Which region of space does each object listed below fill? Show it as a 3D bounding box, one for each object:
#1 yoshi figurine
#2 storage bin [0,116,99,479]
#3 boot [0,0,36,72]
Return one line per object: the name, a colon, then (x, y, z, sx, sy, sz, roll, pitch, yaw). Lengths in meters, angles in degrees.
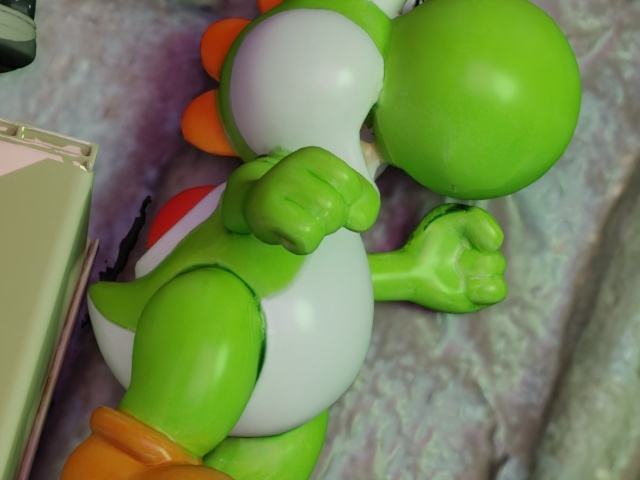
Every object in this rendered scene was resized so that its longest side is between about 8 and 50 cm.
yoshi figurine: (0.021, 0.002, 0.950, 0.203, 0.203, 0.362, 24, 73, -19)
storage bin: (-0.259, 0.059, 0.895, 0.260, 0.123, 0.262, 15, 64, -4)
boot: (-0.235, -0.202, 0.968, 0.236, 0.085, 0.179, 22, 71, -36)
